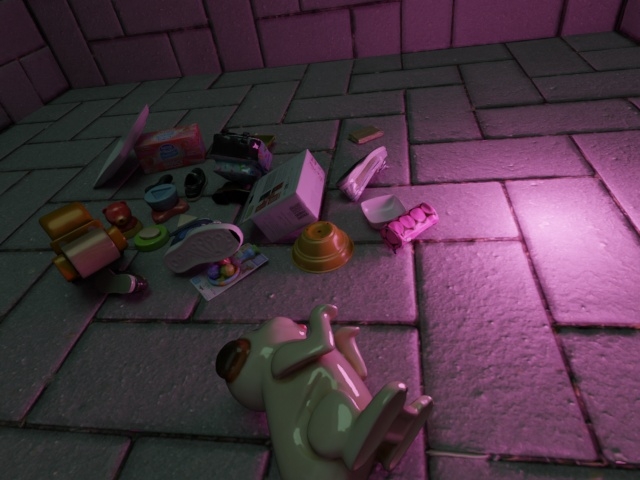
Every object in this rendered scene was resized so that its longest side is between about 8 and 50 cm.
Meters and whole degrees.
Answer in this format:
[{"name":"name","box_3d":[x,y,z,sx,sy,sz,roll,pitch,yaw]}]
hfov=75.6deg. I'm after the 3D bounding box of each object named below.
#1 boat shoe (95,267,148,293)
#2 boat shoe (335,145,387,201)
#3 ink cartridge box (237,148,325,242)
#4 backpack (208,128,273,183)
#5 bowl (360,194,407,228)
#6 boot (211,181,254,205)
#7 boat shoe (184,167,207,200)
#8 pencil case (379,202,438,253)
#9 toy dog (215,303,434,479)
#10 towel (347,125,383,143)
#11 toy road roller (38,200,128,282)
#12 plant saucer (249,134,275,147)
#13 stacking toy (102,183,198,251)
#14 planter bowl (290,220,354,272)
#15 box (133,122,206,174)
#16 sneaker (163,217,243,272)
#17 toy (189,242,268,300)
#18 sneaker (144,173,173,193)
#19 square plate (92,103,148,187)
[{"name":"boat shoe","box_3d":[-0.658,0.138,1.357,0.227,0.081,0.068,5,-4,35]},{"name":"boat shoe","box_3d":[0.180,-0.271,1.643,0.118,0.103,0.320,-28,14,48]},{"name":"ink cartridge box","box_3d":[-0.136,-0.154,1.502,0.271,0.130,0.310,-26,31,25]},{"name":"backpack","box_3d":[-0.319,-0.336,1.725,0.224,0.191,0.253,9,1,12]},{"name":"bowl","box_3d":[0.221,-0.094,1.448,0.141,0.053,0.142,-14,39,-5]},{"name":"boot","box_3d":[-0.327,-0.204,1.680,0.218,0.082,0.106,2,44,18]},{"name":"boat shoe","box_3d":[-0.550,-0.265,1.807,0.083,0.079,0.233,-11,38,2]},{"name":"pencil case","box_3d":[0.296,-0.047,1.346,0.209,0.095,0.098,-33,27,-26]},{"name":"toy dog","box_3d":[-0.031,0.329,0.870,0.407,0.284,0.396,32,92,38]},{"name":"towel","box_3d":[0.212,-0.502,1.960,0.148,0.027,0.110,-26,41,-16]},{"name":"toy road roller","box_3d":[-0.801,-0.007,1.365,0.202,0.241,0.329,-37,15,-29]},{"name":"plant saucer","box_3d":[-0.331,-0.451,2.005,0.188,0.045,0.188,5,42,18]},{"name":"stacking toy","box_3d":[-0.655,-0.108,1.600,0.279,0.131,0.308,27,53,37]},{"name":"planter bowl","box_3d":[0.000,0.000,1.356,0.216,0.091,0.217,-6,40,5]},{"name":"box","box_3d":[-0.726,-0.447,2.004,0.299,0.154,0.142,-12,39,-3]},{"name":"sneaker","box_3d":[-0.365,-0.028,1.384,0.322,0.130,0.236,-22,27,26]},{"name":"toy","box_3d":[-0.305,0.082,1.352,0.237,0.056,0.136,-32,43,-25]},{"name":"sneaker","box_3d":[-0.705,-0.227,1.819,0.089,0.051,0.170,26,56,36]},{"name":"square plate","box_3d":[-0.936,-0.438,1.956,0.343,0.049,0.348,-27,43,39]}]
